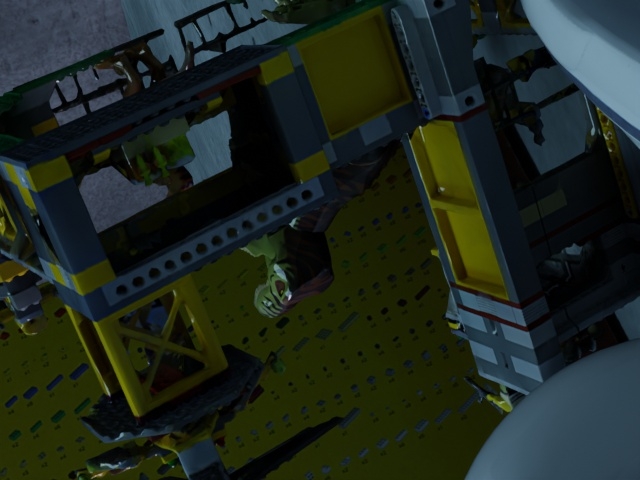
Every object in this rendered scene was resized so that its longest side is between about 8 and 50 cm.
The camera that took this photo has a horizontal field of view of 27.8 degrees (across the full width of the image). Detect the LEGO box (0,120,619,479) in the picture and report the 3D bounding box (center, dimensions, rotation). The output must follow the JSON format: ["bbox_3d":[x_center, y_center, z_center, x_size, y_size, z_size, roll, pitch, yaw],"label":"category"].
[{"bbox_3d":[-0.103,0.161,0.772,0.372,0.500,0.193,99,147,-69],"label":"LEGO box"}]

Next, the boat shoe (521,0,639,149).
[{"bbox_3d":[0.138,-0.012,0.332,0.267,0.096,0.088,47,153,44],"label":"boat shoe"}]

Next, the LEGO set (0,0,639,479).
[{"bbox_3d":[0.000,0.000,0.532,0.255,0.331,0.192,7,122,55],"label":"LEGO set"}]

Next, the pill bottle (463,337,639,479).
[{"bbox_3d":[0.126,0.173,0.500,0.323,0.181,0.181,88,158,-63],"label":"pill bottle"}]
